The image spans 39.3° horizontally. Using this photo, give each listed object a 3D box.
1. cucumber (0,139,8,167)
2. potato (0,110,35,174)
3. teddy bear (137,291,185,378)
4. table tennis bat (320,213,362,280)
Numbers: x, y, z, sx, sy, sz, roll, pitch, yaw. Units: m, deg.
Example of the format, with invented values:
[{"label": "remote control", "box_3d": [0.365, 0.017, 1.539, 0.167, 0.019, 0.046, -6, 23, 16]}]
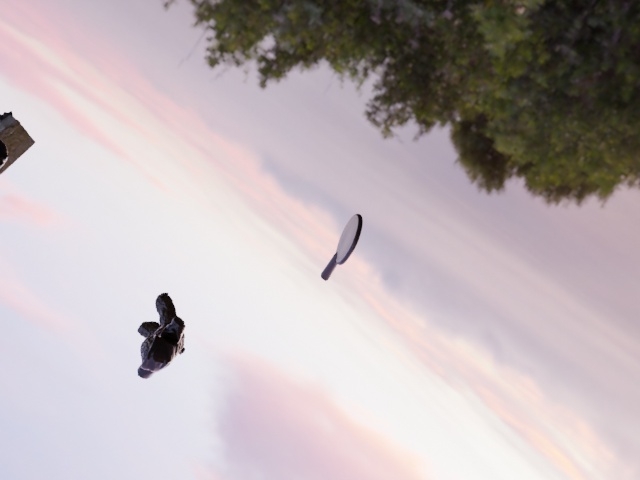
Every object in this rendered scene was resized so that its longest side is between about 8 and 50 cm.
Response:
[{"label": "cucumber", "box_3d": [-0.338, -0.087, 0.856, 0.105, 0.048, 0.048, 13, 171, 36]}, {"label": "potato", "box_3d": [-0.610, -0.180, 1.707, 0.061, 0.122, 0.086, 33, 163, 49]}, {"label": "teddy bear", "box_3d": [-0.249, 0.163, 1.431, 0.078, 0.119, 0.160, 32, -165, -18]}, {"label": "table tennis bat", "box_3d": [0.000, 0.000, 1.824, 0.119, 0.170, 0.108, 22, -145, -14]}]
